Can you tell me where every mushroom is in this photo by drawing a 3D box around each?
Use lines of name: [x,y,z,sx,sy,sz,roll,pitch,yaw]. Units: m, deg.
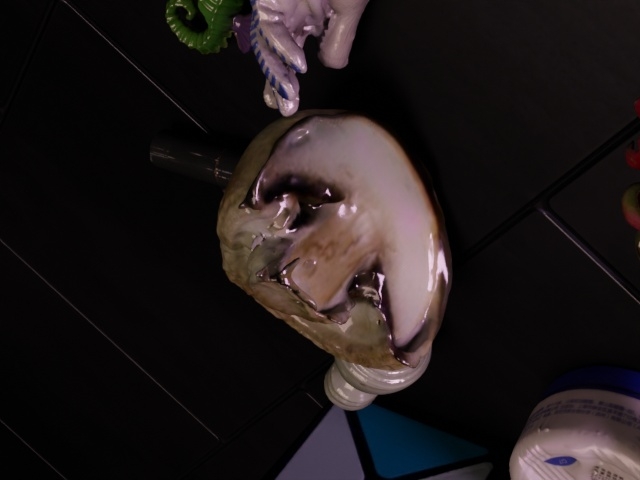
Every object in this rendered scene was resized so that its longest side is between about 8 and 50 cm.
mushroom: [0.001,-0.008,1.083,0.267,0.189,0.164,37,160,-34]

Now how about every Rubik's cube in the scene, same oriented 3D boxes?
Rubik's cube: [0.071,0.361,1.321,0.250,0.248,0.246,18,135,29]

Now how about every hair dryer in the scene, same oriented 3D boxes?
hair dryer: [-0.093,-0.027,1.252,0.173,0.050,0.194,20,140,29]

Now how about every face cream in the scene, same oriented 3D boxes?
face cream: [0.295,0.233,1.124,0.206,0.111,0.206,23,137,23]

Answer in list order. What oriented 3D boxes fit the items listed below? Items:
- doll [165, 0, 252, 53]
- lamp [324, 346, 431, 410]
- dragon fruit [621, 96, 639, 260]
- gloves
doll: [-0.091,-0.232,1.048,0.115,0.050,0.190,37,144,-2]
lamp: [0.053,0.130,1.236,0.106,0.106,0.193,38,149,4]
dragon fruit: [0.337,-0.013,0.807,0.218,0.198,0.273,-25,135,19]
gloves: [-0.004,-0.208,0.950,0.097,0.119,0.229,54,133,44]
